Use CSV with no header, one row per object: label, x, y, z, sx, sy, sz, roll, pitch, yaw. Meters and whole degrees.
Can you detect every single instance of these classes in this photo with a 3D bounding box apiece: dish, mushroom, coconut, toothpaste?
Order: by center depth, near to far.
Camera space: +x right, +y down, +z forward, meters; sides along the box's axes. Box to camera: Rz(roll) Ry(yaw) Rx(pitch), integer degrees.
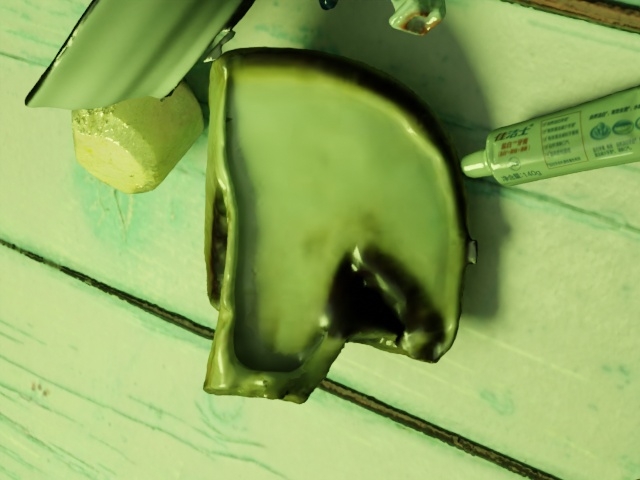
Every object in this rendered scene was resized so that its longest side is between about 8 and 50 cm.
toothpaste,0.227,-0.085,1.073,0.268,0.047,0.069,-13,74,35
dish,-0.118,-0.213,1.179,0.106,0.316,0.316,36,125,-13
mushroom,0.008,-0.005,1.208,0.212,0.217,0.292,152,119,-78
coconut,-0.169,-0.118,1.311,0.116,0.122,0.116,23,151,14

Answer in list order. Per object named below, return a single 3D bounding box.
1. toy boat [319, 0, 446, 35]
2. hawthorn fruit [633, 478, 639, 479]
toy boat,0.095,-0.249,1.083,0.262,0.114,0.115,-43,62,31
hawthorn fruit,0.238,0.287,1.070,0.225,0.197,0.196,-25,85,52
